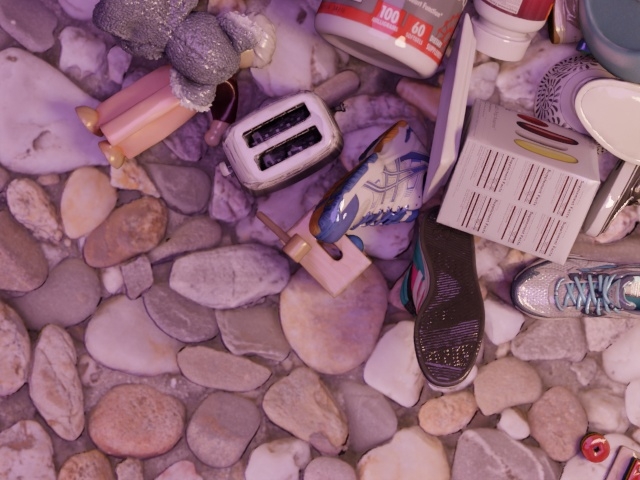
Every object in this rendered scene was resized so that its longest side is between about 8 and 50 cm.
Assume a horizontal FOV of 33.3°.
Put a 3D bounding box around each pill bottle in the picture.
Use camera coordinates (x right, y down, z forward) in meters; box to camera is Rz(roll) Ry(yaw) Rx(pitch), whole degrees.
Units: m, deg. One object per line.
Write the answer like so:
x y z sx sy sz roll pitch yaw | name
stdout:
0.149 -0.452 1.657 0.210 0.210 0.363 23 92 2 | pill bottle
0.309 -0.399 1.659 0.121 0.121 0.221 20 120 2 | pill bottle

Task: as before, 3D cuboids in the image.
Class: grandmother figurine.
-0.215 -0.249 1.737 0.342 0.104 0.208 -34 98 6 | grandmother figurine

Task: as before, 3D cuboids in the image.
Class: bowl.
0.433 -0.221 1.712 0.170 0.080 0.170 0 91 2 | bowl

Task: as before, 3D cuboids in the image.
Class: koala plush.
-0.212 -0.316 1.622 0.221 0.203 0.196 44 103 1 | koala plush

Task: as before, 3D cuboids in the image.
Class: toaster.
-0.053 -0.159 1.705 0.227 0.146 0.129 -26 90 3 | toaster

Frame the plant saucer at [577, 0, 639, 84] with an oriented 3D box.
0.499 -0.383 1.543 0.318 0.044 0.317 -14 71 44 | plant saucer

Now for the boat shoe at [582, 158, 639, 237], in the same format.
0.499 -0.091 1.711 0.070 0.078 0.219 32 89 -1 | boat shoe

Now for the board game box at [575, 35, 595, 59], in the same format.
0.505 -0.358 1.662 0.136 0.035 0.201 26 99 -5 | board game box

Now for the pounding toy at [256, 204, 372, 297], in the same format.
-0.007 -0.007 1.675 0.094 0.206 0.181 -44 88 3 | pounding toy

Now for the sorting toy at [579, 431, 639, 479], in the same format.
0.534 0.425 1.736 0.274 0.046 0.132 25 92 2 | sorting toy

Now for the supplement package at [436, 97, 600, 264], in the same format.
0.304 -0.095 1.644 0.203 0.194 0.149 19 118 2 | supplement package

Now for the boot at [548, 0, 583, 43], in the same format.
0.449 -0.422 1.710 0.165 0.077 0.213 0 96 3 | boot

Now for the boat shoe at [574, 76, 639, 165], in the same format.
0.534 -0.176 1.660 0.319 0.099 0.116 20 120 -8 | boat shoe

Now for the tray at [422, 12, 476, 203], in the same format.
0.202 -0.200 1.645 0.030 0.145 0.270 12 66 0 | tray

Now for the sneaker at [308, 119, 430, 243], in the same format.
0.098 -0.070 1.650 0.131 0.112 0.296 49 48 -7 | sneaker

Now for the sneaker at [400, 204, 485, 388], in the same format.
0.187 0.113 1.680 0.124 0.178 0.295 3 62 3 | sneaker

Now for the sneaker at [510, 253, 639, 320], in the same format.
0.445 0.074 1.695 0.283 0.122 0.110 -3 91 3 | sneaker
